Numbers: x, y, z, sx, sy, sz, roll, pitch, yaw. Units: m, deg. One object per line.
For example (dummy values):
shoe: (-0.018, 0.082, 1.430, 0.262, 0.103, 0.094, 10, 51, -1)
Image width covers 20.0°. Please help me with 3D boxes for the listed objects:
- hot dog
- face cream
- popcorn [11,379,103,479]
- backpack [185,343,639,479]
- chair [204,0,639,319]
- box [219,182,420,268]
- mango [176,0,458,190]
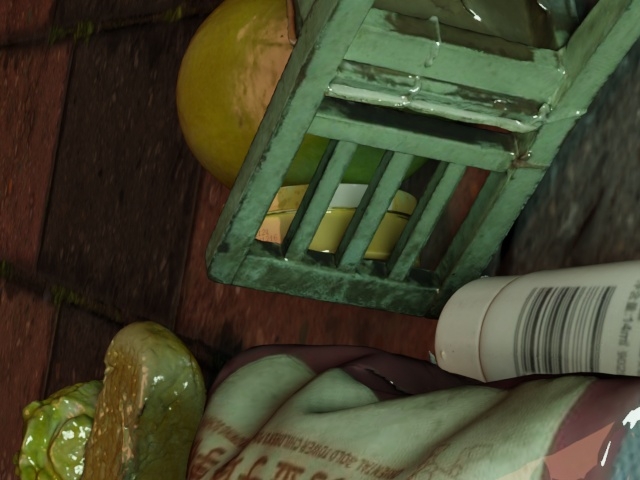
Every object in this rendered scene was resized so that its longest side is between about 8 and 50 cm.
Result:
hot dog: (-0.120, 0.171, 1.203, 0.084, 0.073, 0.242, -134, 56, -62)
face cream: (0.124, 0.038, 0.663, 0.244, 0.058, 0.092, -3, 75, 63)
popcorn: (-0.170, 0.157, 1.294, 0.116, 0.106, 0.120, -17, 59, 57)
backpack: (0.047, 0.195, 0.579, 0.283, 0.197, 0.317, -6, 70, 67)
chair: (0.047, -0.109, 0.807, 0.270, 0.136, 0.147, 119, 153, -45)
box: (0.000, 0.000, 0.922, 0.105, 0.105, 0.037, 152, 117, -65)
mango: (0.001, -0.081, 0.945, 0.195, 0.092, 0.130, -21, 77, 43)
